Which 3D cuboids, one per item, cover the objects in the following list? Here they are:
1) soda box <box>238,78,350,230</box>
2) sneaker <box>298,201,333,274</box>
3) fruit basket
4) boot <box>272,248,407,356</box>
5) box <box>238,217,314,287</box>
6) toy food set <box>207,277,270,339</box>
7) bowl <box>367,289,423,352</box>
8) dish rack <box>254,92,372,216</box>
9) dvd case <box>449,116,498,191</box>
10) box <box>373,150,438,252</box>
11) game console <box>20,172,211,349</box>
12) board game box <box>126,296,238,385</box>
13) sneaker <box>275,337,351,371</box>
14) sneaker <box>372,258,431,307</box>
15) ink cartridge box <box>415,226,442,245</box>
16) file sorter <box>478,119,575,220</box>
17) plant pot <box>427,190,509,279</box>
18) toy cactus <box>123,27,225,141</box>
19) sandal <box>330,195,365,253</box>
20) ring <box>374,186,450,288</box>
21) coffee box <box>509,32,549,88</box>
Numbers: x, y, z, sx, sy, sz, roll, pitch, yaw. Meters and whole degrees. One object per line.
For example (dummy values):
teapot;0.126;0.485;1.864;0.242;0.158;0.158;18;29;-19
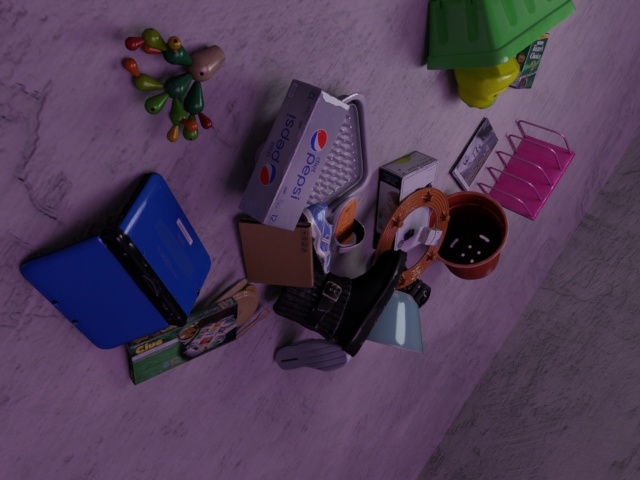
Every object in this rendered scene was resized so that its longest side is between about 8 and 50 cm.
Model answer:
soda box;-0.055;-0.169;1.107;0.098;0.091;0.286;13;105;-51
sneaker;0.000;0.000;1.307;0.081;0.080;0.211;-38;141;-24
fruit basket;0.470;-0.517;1.460;0.392;0.283;0.392;-11;108;-36
boot;0.060;0.107;1.455;0.348;0.260;0.131;-55;174;-28
box;-0.100;0.032;1.273;0.021;0.164;0.201;-79;171;-45
toy food set;-0.207;0.164;1.351;0.132;0.038;0.192;-39;145;-11
bowl;0.175;0.226;1.652;0.311;0.312;0.163;24;78;-54
dish rack;-0.017;-0.176;1.284;0.333;0.072;0.285;-37;138;-26
dvd case;0.533;-0.292;1.880;0.221;0.018;0.164;-57;144;0
box;0.253;-0.105;1.636;0.169;0.087;0.290;-29;136;-33
game console;-0.376;0.048;1.071;0.293;0.173;0.250;72;28;-47
board game box;-0.309;0.228;1.247;0.260;0.030;0.136;-20;140;-33
sneaker;-0.013;0.309;1.535;0.091;0.258;0.094;-33;107;-49
sneaker;0.278;0.130;1.790;0.104;0.147;0.296;-52;142;-5
ink cartridge box;0.321;-0.013;1.619;0.083;0.028;0.048;3;111;-48
file sorter;0.748;-0.264;1.997;0.182;0.202;0.290;30;93;-53
plant pot;0.515;0.008;1.899;0.272;0.272;0.265;-53;152;-6
toy cactus;-0.231;-0.281;0.945;0.180;0.112;0.219;-50;136;-27
sandal;0.073;-0.018;1.443;0.102;0.076;0.265;-40;162;-18
ring;0.287;0.002;1.639;0.337;0.032;0.336;-25;130;-34
coffee box;0.692;-0.600;1.816;0.113;0.040;0.184;-15;127;-43
